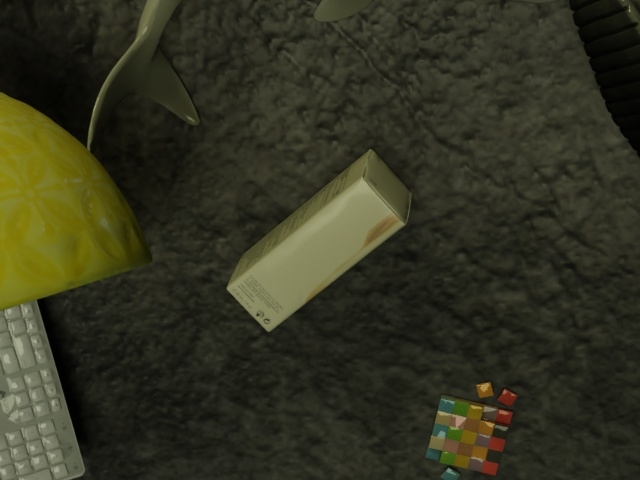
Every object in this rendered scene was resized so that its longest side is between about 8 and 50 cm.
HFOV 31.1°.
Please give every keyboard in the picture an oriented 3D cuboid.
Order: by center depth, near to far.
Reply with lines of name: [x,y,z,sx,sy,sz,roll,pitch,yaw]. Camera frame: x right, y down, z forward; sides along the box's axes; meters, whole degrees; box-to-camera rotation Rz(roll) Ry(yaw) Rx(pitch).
keyboard: [-0.224,0.051,0.762,0.072,0.014,0.255,-18,104,-23]

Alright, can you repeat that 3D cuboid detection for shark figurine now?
shark figurine: [-0.024,-0.159,0.630,0.278,0.116,0.166,-18,106,13]

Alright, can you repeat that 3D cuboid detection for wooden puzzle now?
wooden puzzle: [0.100,0.131,0.776,0.049,0.006,0.083,12,112,4]

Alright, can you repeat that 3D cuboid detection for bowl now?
bowl: [-0.249,-0.019,0.600,0.290,0.289,0.156,-16,93,15]

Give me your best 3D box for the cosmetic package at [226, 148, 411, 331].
cosmetic package: [0.000,0.000,0.714,0.115,0.060,0.041,-38,102,22]

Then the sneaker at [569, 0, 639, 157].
sneaker: [0.274,-0.052,0.632,0.146,0.122,0.330,-41,99,2]
